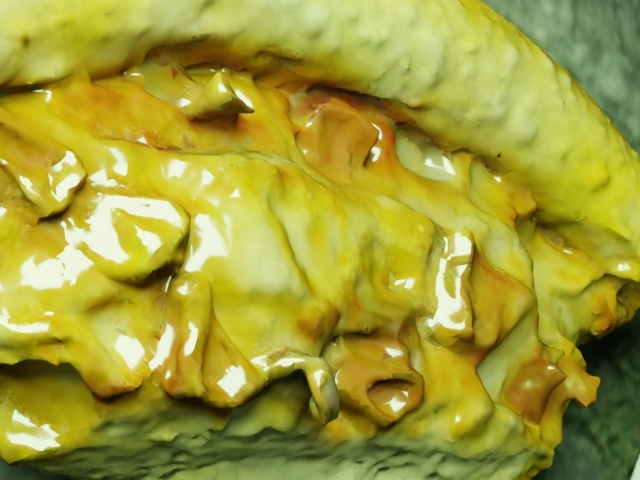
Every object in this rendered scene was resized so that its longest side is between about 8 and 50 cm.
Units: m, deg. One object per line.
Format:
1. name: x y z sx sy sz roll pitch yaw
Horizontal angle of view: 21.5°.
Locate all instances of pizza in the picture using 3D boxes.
1. pizza: 0.000 0.000 0.484 0.365 0.074 0.182 21 63 -39

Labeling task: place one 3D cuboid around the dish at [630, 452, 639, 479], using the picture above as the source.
1. dish: 0.160 0.097 0.587 0.260 0.085 0.260 -37 137 -46
